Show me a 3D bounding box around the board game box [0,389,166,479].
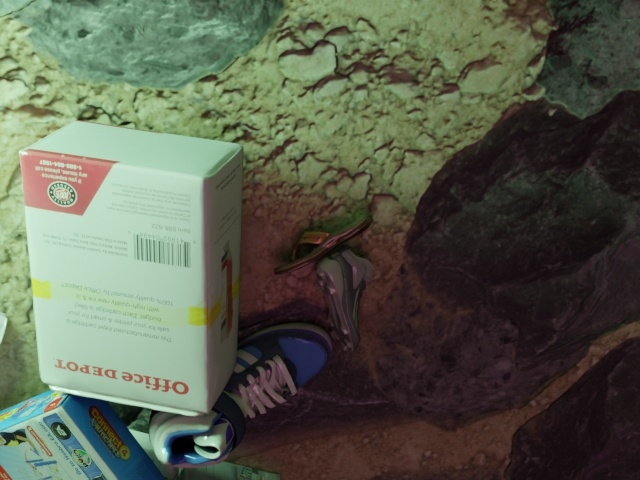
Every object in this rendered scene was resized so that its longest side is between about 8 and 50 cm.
[{"bbox_3d":[-0.422,0.404,1.530,0.302,0.086,0.308,-23,108,27],"label":"board game box"}]

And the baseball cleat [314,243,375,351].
[{"bbox_3d":[0.054,0.096,1.538,0.109,0.072,0.205,-35,137,-21],"label":"baseball cleat"}]

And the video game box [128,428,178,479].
[{"bbox_3d":[-0.352,0.414,1.619,0.205,0.048,0.187,12,112,6],"label":"video game box"}]

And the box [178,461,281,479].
[{"bbox_3d":[-0.157,0.450,1.636,0.186,0.145,0.038,19,111,-16],"label":"box"}]

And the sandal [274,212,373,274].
[{"bbox_3d":[0.000,0.000,1.491,0.180,0.072,0.049,-33,87,5],"label":"sandal"}]

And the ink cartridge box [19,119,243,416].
[{"bbox_3d":[-0.271,0.041,1.378,0.279,0.160,0.384,9,115,11],"label":"ink cartridge box"}]

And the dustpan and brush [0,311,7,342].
[{"bbox_3d":[-0.610,0.200,1.505,0.147,0.060,0.211,19,111,-15],"label":"dustpan and brush"}]

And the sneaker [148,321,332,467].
[{"bbox_3d":[-0.122,0.268,1.503,0.323,0.236,0.130,-18,116,2],"label":"sneaker"}]
